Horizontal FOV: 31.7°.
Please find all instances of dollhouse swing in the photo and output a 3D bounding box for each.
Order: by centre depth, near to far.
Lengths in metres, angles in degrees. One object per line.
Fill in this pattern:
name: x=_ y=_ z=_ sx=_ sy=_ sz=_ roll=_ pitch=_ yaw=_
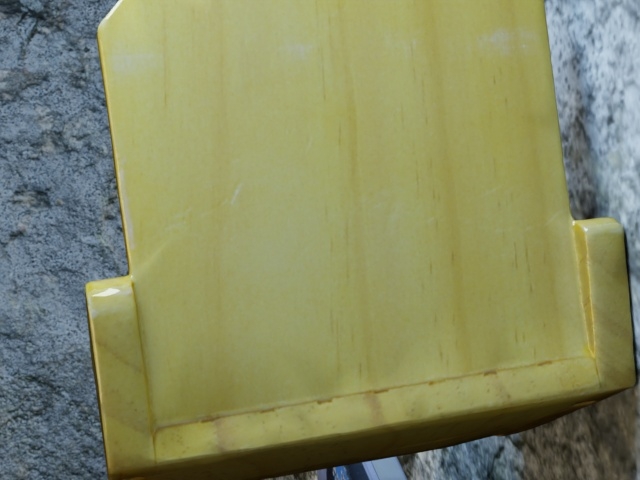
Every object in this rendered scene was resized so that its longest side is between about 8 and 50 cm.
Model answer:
dollhouse swing: x=0.000 y=0.000 z=0.816 sx=0.315 sy=0.346 sz=0.305 roll=120 pitch=140 yaw=-70

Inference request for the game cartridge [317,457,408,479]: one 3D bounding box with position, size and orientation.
game cartridge: x=0.055 y=0.315 z=1.003 sx=0.355 sy=0.068 sz=0.230 roll=-118 pitch=20 yaw=-60
